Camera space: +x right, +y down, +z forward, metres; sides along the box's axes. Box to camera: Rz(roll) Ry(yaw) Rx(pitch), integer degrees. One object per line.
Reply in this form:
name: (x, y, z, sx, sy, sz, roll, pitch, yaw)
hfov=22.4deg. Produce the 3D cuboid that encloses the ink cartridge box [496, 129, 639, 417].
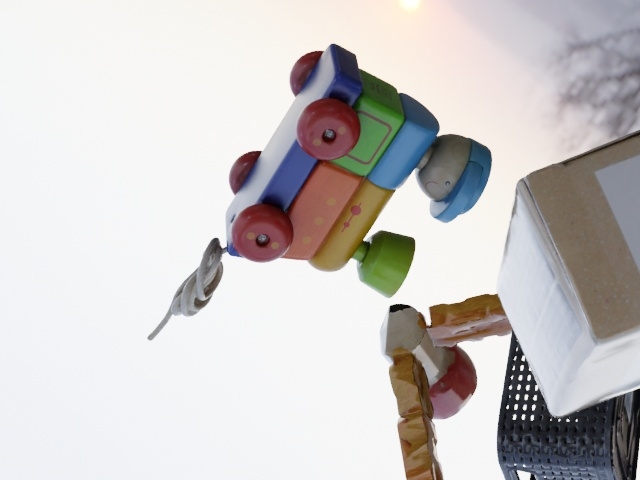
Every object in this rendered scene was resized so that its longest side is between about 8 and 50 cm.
ink cartridge box: (0.212, -0.006, 0.793, 0.193, 0.235, 0.088, 78, 171, -74)

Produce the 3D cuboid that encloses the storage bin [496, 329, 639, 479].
storage bin: (0.193, 0.110, 1.214, 0.084, 0.180, 0.122, -1, 143, 19)

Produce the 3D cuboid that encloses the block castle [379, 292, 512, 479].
block castle: (0.293, 0.178, 1.520, 0.213, 0.453, 0.303, 53, -154, -60)

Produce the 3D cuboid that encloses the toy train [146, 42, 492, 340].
toy train: (0.000, 0.000, 1.128, 0.143, 0.248, 0.105, 26, -157, -16)
